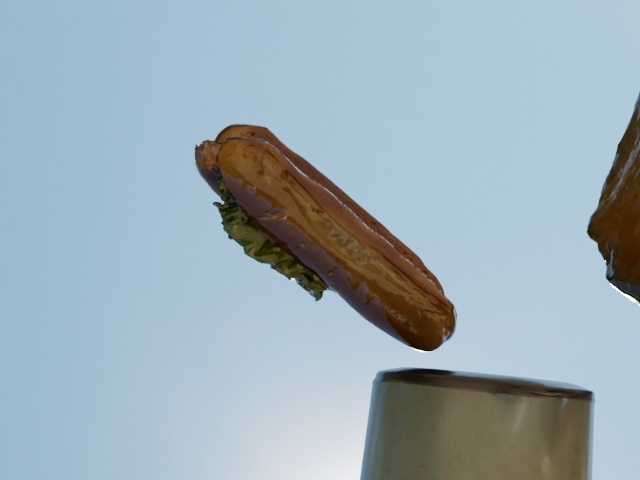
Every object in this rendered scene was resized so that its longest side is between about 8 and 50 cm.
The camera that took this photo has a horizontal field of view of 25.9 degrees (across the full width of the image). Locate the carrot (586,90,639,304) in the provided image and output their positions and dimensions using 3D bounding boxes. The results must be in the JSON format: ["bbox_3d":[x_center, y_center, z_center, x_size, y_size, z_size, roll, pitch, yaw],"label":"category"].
[{"bbox_3d":[0.376,0.005,1.031,0.340,0.241,0.241,33,-146,-15],"label":"carrot"}]

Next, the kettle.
[{"bbox_3d":[0.130,0.321,1.406,0.250,0.361,0.377,7,-96,-14],"label":"kettle"}]

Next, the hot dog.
[{"bbox_3d":[0.000,0.000,1.418,0.337,0.100,0.135,39,-168,-21],"label":"hot dog"}]
